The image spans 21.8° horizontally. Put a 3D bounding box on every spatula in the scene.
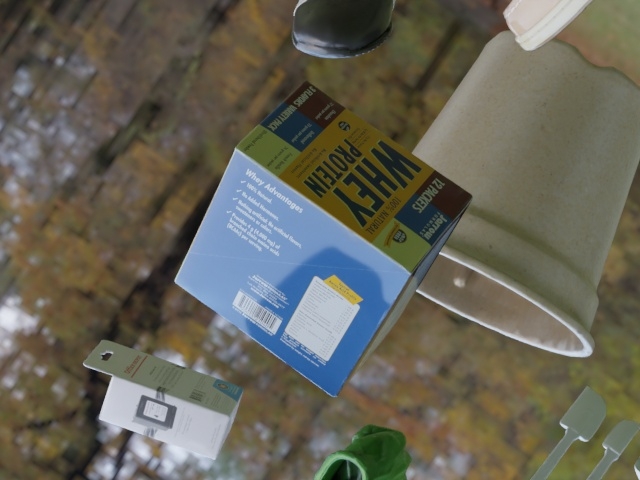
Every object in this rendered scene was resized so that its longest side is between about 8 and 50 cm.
[{"bbox_3d":[0.370,0.312,2.206,0.168,0.019,0.242,37,-130,9],"label":"spatula"}]

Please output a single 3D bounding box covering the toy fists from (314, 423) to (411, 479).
[{"bbox_3d":[0.028,0.365,2.185,0.096,0.279,0.142,33,-158,27],"label":"toy fists"}]

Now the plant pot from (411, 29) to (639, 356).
[{"bbox_3d":[0.238,-0.071,2.001,0.334,0.305,0.334,26,171,5],"label":"plant pot"}]

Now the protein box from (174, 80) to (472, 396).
[{"bbox_3d":[0.000,0.000,1.591,0.200,0.201,0.136,35,-135,7],"label":"protein box"}]

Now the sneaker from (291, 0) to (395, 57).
[{"bbox_3d":[0.048,-0.342,1.963,0.123,0.146,0.330,11,-138,16],"label":"sneaker"}]

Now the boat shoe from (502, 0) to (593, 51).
[{"bbox_3d":[0.227,-0.301,1.316,0.110,0.341,0.121,33,-145,0],"label":"boat shoe"}]

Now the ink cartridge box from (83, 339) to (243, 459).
[{"bbox_3d":[-0.189,0.184,1.940,0.180,0.060,0.104,19,-165,2],"label":"ink cartridge box"}]
